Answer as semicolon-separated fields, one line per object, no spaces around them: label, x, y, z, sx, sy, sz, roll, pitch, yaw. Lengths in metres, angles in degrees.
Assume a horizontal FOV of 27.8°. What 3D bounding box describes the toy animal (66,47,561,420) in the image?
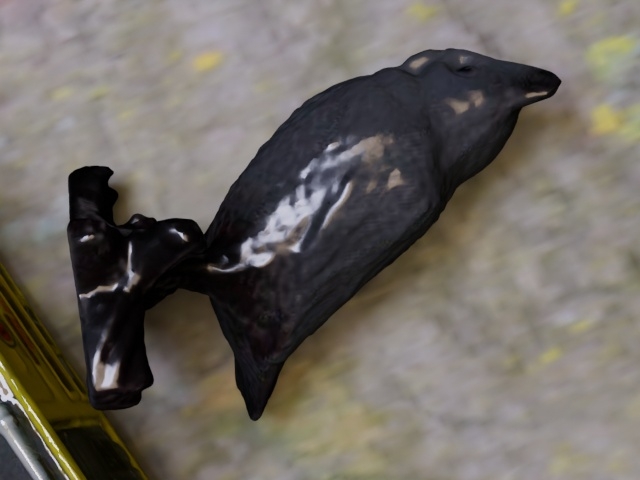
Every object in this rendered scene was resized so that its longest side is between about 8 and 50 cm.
toy animal;0.004;0.001;0.511;0.210;0.121;0.117;-20;100;-5

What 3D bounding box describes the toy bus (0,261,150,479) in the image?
toy bus;-0.159;0.074;0.481;0.144;0.152;0.330;-37;81;4
